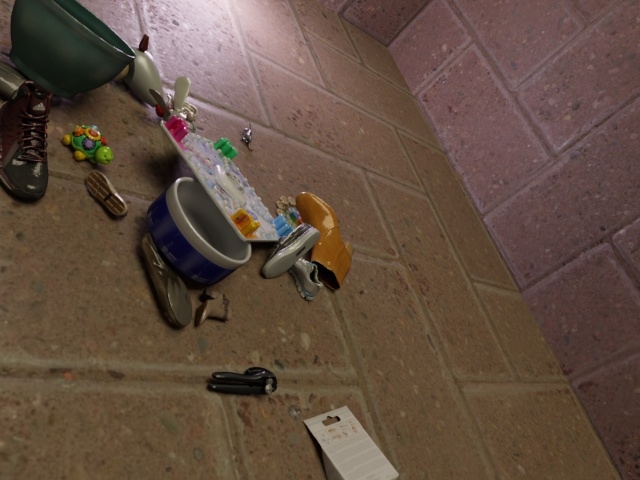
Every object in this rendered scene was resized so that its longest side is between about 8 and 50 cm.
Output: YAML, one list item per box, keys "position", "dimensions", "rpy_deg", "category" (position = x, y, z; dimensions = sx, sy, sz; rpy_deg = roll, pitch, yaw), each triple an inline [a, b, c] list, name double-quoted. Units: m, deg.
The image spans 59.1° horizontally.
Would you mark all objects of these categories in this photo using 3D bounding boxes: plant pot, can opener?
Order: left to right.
- position: [-0.643, -0.483, 1.411]
  dimensions: [0.293, 0.196, 0.293]
  rpy_deg: [40, 9, -8]
  category: "plant pot"
- position: [-0.177, 0.331, 1.310]
  dimensions: [0.186, 0.073, 0.059]
  rpy_deg: [8, 89, -43]
  category: "can opener"

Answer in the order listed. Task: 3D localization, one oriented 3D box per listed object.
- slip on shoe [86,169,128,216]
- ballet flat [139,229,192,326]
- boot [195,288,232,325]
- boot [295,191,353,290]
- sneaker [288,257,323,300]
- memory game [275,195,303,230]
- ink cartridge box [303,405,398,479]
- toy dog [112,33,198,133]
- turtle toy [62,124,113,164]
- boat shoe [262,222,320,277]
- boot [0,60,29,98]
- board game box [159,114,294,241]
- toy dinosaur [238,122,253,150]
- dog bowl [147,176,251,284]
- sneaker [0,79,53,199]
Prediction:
- position: [-0.514, -0.111, 1.368]
  dimensions: [0.135, 0.051, 0.041]
  rpy_deg: [45, -9, 7]
  category: "slip on shoe"
- position: [-0.369, 0.092, 1.323]
  dimensions: [0.250, 0.058, 0.084]
  rpy_deg: [64, 17, 14]
  category: "ballet flat"
- position: [-0.257, 0.173, 1.383]
  dimensions: [0.087, 0.042, 0.119]
  rpy_deg: [39, 39, -31]
  category: "boot"
- position: [0.000, 0.001, 1.804]
  dimensions: [0.295, 0.104, 0.211]
  rpy_deg: [51, 32, -16]
  category: "boot"
- position: [-0.051, 0.079, 1.696]
  dimensions: [0.071, 0.083, 0.191]
  rpy_deg: [-13, 65, -53]
  category: "sneaker"
- position: [-0.076, -0.074, 1.894]
  dimensions: [0.186, 0.012, 0.186]
  rpy_deg: [32, 35, -26]
  category: "memory game"
- position: [0.067, 0.533, 1.408]
  dimensions: [0.180, 0.056, 0.225]
  rpy_deg: [2, 36, -50]
  category: "ink cartridge box"
- position: [-0.478, -0.472, 1.679]
  dimensions: [0.333, 0.161, 0.220]
  rpy_deg: [36, 34, -20]
  category: "toy dog"
- position: [-0.569, -0.238, 1.407]
  dimensions: [0.130, 0.066, 0.095]
  rpy_deg: [51, 32, 4]
  category: "turtle toy"
- position: [-0.098, 0.027, 1.657]
  dimensions: [0.070, 0.078, 0.219]
  rpy_deg: [36, 58, 26]
  category: "boat shoe"
- position: [-0.799, -0.389, 1.294]
  dimensions: [0.208, 0.076, 0.190]
  rpy_deg: [40, 34, -28]
  category: "boot"
- position: [-0.247, -0.165, 1.613]
  dimensions: [0.390, 0.050, 0.390]
  rpy_deg: [54, 11, 8]
  category: "board game box"
- position: [-0.257, -0.362, 1.974]
  dimensions: [0.082, 0.047, 0.090]
  rpy_deg: [-69, 147, -65]
  category: "toy dinosaur"
- position: [-0.300, -0.024, 1.417]
  dimensions: [0.265, 0.104, 0.265]
  rpy_deg: [46, 19, -21]
  category: "dog bowl"
- position: [-0.637, -0.239, 1.230]
  dimensions: [0.106, 0.162, 0.282]
  rpy_deg: [5, 52, -48]
  category: "sneaker"
